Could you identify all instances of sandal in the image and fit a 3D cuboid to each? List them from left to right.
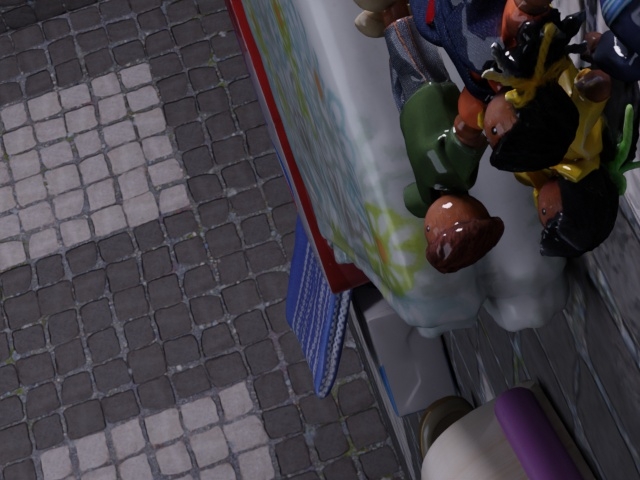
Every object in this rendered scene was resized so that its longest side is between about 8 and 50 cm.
[{"bbox_3d":[0.127,0.216,1.124,0.049,0.072,0.180,20,128,59],"label":"sandal"}]

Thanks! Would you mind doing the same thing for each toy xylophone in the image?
[{"bbox_3d":[0.140,0.255,0.781,0.236,0.081,0.323,-112,4,-48],"label":"toy xylophone"}]

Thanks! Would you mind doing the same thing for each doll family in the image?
[{"bbox_3d":[0.060,-0.049,0.364,0.193,0.076,0.111,90,166,-74],"label":"doll family"}]

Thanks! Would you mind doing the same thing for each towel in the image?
[{"bbox_3d":[0.000,0.000,1.323,0.336,0.040,0.243,-125,43,-81],"label":"towel"},{"bbox_3d":[0.008,-0.146,0.672,0.320,0.090,0.374,-140,31,-80],"label":"towel"}]

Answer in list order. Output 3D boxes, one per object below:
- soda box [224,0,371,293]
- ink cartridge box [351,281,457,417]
[{"bbox_3d":[0.003,-0.101,0.981,0.083,0.092,0.263,-116,8,-80],"label":"soda box"},{"bbox_3d":[0.069,0.077,1.265,0.180,0.060,0.104,-114,6,-70],"label":"ink cartridge box"}]
